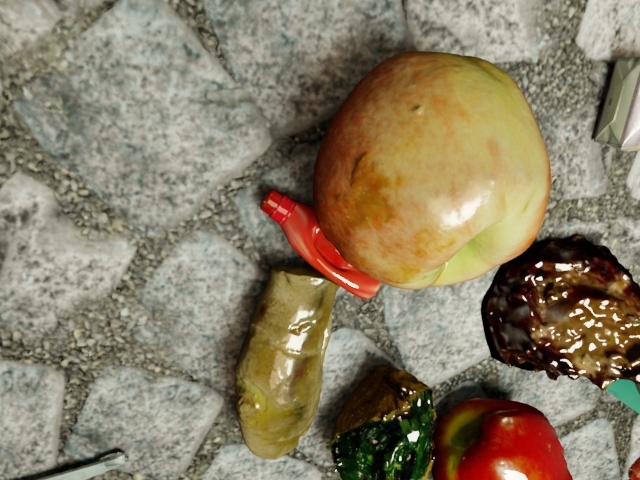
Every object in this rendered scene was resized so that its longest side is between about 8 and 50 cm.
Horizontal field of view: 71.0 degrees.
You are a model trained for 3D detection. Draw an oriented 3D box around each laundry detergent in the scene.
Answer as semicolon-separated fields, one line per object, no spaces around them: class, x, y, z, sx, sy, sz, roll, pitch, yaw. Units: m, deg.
laundry detergent;0.000;0.000;0.529;0.165;0.097;0.049;33;122;-13

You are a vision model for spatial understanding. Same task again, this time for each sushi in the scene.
sushi;0.084;0.297;0.618;0.148;0.140;0.288;-3;108;-18

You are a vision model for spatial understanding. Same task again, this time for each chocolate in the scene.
chocolate;0.358;0.116;0.606;0.206;0.177;0.224;21;101;-19

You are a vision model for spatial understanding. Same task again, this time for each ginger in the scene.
ginger;-0.046;0.153;0.557;0.116;0.109;0.263;10;105;-13

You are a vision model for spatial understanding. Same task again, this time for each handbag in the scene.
handbag;0.459;-0.174;0.583;0.173;0.095;0.117;2;113;-5

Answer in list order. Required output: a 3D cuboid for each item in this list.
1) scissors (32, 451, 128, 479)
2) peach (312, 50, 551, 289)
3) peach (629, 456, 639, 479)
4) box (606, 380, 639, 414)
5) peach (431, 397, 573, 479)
scissors;-0.427;0.337;0.574;0.359;0.029;0.191;-17;115;-9
peach;0.103;-0.084;0.468;0.232;0.257;0.232;-15;153;-8
peach;0.628;0.434;0.843;0.050;0.078;0.083;40;139;-26
box;0.595;0.236;0.626;0.204;0.311;0.118;5;105;-14
peach;0.272;0.340;0.654;0.226;0.189;0.196;45;66;-18
